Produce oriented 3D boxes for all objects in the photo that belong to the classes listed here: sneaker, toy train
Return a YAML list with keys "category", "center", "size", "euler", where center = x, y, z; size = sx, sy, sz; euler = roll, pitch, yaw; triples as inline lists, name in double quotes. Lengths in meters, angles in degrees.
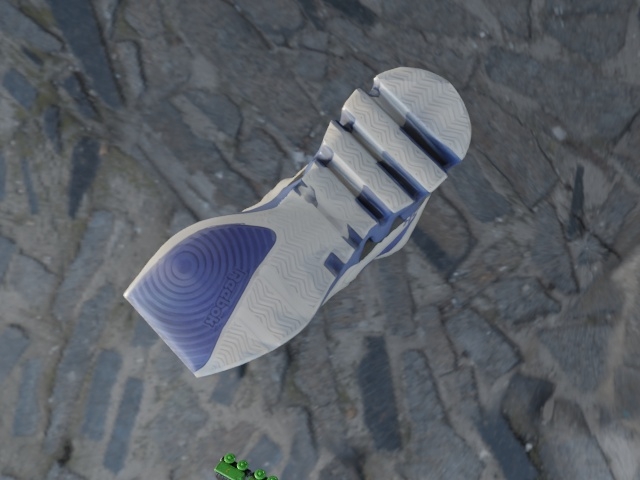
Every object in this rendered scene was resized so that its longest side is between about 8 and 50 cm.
- category: "sneaker"
  center: [0.001, -0.001, 0.900]
  size: [0.315, 0.182, 0.127]
  euler: [-40, 78, 0]
- category: "toy train"
  center: [-0.048, 0.198, 0.833]
  size: [0.083, 0.024, 0.017]
  euler: [24, 140, 21]
